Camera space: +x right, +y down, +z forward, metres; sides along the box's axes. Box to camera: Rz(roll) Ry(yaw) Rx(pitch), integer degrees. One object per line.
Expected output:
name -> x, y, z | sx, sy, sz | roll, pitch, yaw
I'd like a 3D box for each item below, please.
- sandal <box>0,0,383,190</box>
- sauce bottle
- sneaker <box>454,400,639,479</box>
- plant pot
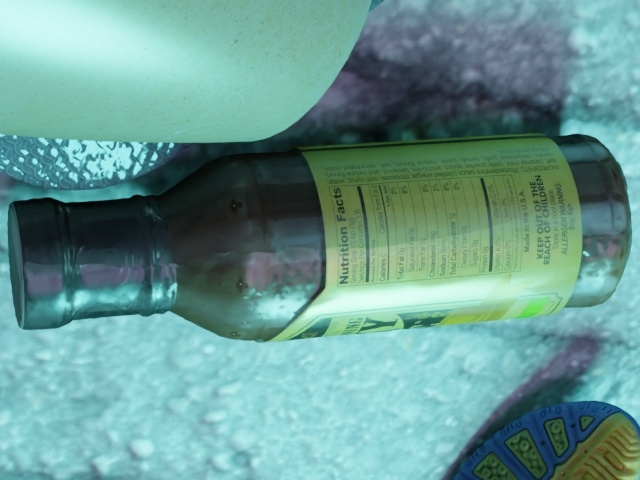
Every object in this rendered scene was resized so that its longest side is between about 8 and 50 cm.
sandal -> -0.067, -0.108, 0.774 | 0.254, 0.054, 0.097 | -30, 137, -10
sauce bottle -> 0.000, 0.000, 0.834 | 0.344, 0.111, 0.111 | -4, 125, -15
sneaker -> 0.149, 0.231, 1.073 | 0.131, 0.112, 0.296 | 8, 124, -45
plant pot -> -0.118, -0.146, 0.597 | 0.274, 0.256, 0.256 | 20, 116, -33
